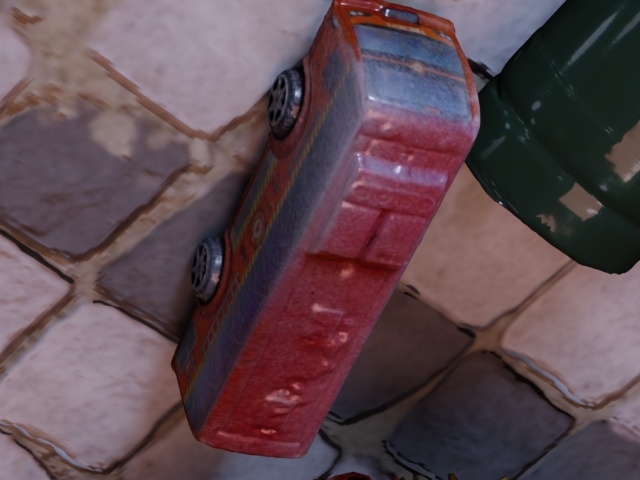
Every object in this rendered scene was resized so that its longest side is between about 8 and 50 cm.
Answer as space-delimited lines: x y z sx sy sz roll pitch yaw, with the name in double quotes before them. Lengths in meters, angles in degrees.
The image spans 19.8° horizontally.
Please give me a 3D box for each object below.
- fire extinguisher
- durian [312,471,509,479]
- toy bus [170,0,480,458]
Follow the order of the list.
"fire extinguisher" 0.187 -0.123 0.674 0.311 0.095 0.114 -47 168 24
"durian" 0.041 0.272 0.814 0.384 0.347 0.348 -5 136 -52
"toy bus" 0.000 0.000 0.729 0.065 0.077 0.192 10 125 -25
